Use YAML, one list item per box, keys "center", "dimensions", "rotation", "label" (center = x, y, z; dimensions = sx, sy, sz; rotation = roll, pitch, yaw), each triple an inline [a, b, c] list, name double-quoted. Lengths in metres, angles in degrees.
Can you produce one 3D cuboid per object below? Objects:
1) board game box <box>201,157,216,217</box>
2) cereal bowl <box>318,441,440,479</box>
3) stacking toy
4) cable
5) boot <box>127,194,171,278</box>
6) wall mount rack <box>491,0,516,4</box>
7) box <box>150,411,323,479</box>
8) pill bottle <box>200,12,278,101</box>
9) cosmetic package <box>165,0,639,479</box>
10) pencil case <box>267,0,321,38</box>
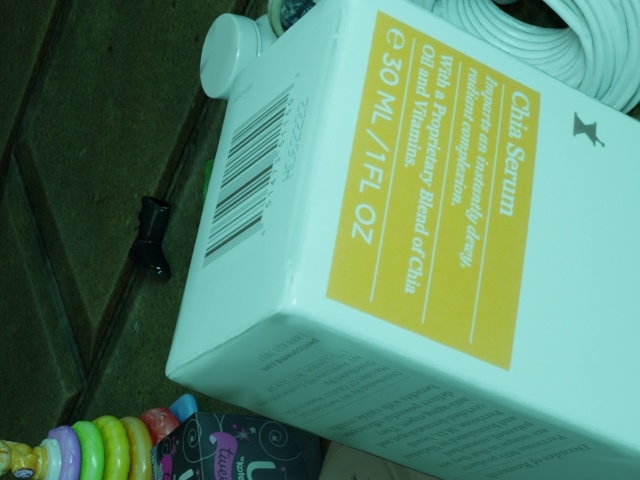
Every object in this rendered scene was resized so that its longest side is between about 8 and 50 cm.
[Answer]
- center: [-0.120, 0.012, 1.825]
  dimensions: [0.136, 0.030, 0.260]
  rotation: [-13, 72, 60]
  label: "board game box"
- center: [0.091, 0.271, 1.299]
  dimensions: [0.339, 0.141, 0.339]
  rotation: [-19, 67, 56]
  label: "cereal bowl"
- center: [-0.306, 0.290, 1.797]
  dimensions: [0.175, 0.302, 0.166]
  rotation: [-43, 47, 45]
  label: "stacking toy"
- center: [0.173, -0.198, 1.188]
  dimensions: [0.257, 0.257, 0.089]
  rotation: [2, 46, 39]
  label: "cable"
- center: [-0.239, -0.007, 2.017]
  dimensions: [0.121, 0.045, 0.099]
  rotation: [34, 108, 57]
  label: "boot"
- center: [0.123, -0.397, 1.319]
  dimensions: [0.130, 0.350, 0.304]
  rotation: [-29, 53, 10]
  label: "wall mount rack"
- center: [-0.086, 0.330, 1.554]
  dimensions: [0.142, 0.163, 0.247]
  rotation: [-43, 48, 49]
  label: "box"
- center: [-0.015, -0.181, 1.511]
  dimensions: [0.121, 0.216, 0.121]
  rotation: [-21, 65, 56]
  label: "pill bottle"
- center: [0.151, 0.044, 0.907]
  dimensions: [0.161, 0.453, 0.230]
  rotation: [-32, 42, 53]
  label: "cosmetic package"
- center: [0.030, -0.382, 1.462]
  dimensions: [0.160, 0.183, 0.410]
  rotation: [-13, 56, 24]
  label: "pencil case"
